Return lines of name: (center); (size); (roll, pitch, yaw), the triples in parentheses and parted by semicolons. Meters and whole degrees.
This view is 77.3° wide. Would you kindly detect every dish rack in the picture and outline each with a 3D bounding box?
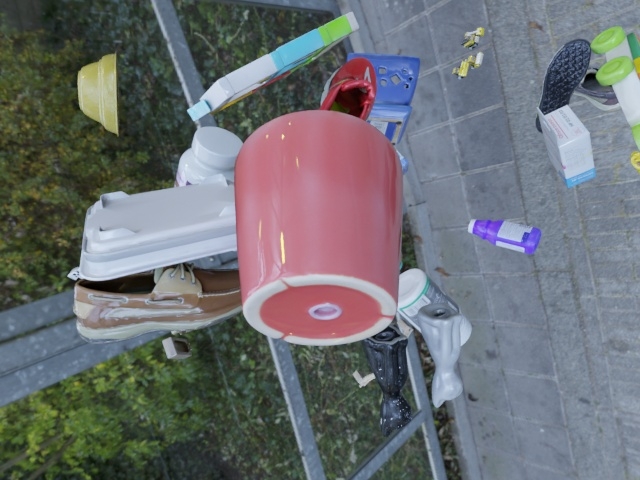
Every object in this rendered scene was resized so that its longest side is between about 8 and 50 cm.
dish rack: (-0.281, -0.049, 0.768); (0.285, 0.333, 0.072); (-136, 37, -53)

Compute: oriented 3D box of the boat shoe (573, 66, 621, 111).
boat shoe: (0.914, -0.547, 1.372); (0.103, 0.092, 0.285); (-35, 50, 9)

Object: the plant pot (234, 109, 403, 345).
plant pot: (0.000, 0.000, 0.573); (0.275, 0.275, 0.243); (127, 151, -46)

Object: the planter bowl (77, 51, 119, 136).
planter bowl: (-0.584, -0.389, 1.056); (0.217, 0.091, 0.216); (3, 94, 64)

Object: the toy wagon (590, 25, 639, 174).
toy wagon: (0.634, -0.255, 0.782); (0.267, 0.344, 0.068); (38, 142, -22)

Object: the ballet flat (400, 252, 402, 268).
ballet flat: (0.068, -0.014, 0.966); (0.124, 0.116, 0.342); (44, 180, -27)

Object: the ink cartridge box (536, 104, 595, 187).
ink cartridge box: (0.534, -0.214, 0.869); (0.062, 0.181, 0.104); (-25, 47, 23)

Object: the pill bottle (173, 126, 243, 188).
pill bottle: (-0.308, -0.148, 1.089); (0.169, 0.169, 0.301); (49, 133, 23)

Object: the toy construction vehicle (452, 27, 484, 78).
toy construction vehicle: (0.314, -0.398, 0.854); (0.098, 0.035, 0.085); (-110, 30, -77)

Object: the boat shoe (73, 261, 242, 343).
boat shoe: (-0.275, 0.093, 0.734); (0.122, 0.324, 0.119); (-135, 39, -55)

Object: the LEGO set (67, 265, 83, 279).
LEGO set: (-0.442, 0.083, 0.939); (0.093, 0.227, 0.087); (-44, 28, 23)

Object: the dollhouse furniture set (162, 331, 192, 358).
dollhouse furniture set: (-0.363, 0.225, 1.089); (0.144, 0.123, 0.151); (82, 163, -73)

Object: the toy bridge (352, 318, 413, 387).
toy bridge: (0.152, 0.274, 0.938); (0.188, 0.026, 0.063); (-51, 36, 6)

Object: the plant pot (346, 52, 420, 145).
plant pot: (0.187, -0.450, 1.324); (0.236, 0.236, 0.211); (90, -175, -74)

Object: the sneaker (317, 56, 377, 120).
sneaker: (0.059, -0.246, 0.710); (0.107, 0.278, 0.118); (33, 145, -16)

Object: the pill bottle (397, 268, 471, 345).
pill bottle: (0.477, 0.305, 1.741); (0.361, 0.204, 0.204); (43, 145, -18)

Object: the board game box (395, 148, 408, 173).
board game box: (0.162, -0.192, 0.905); (0.020, 0.090, 0.090); (-43, 81, 7)

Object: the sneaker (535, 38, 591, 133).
sneaker: (0.599, -0.387, 1.013); (0.084, 0.097, 0.234); (18, 130, 17)

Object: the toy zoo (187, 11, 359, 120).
toy zoo: (-0.096, -0.286, 0.686); (0.030, 0.293, 0.192); (61, 166, -19)

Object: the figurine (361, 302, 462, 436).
figurine: (0.191, 0.249, 0.773); (0.092, 0.215, 0.209); (17, 119, 62)

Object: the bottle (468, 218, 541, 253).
bottle: (0.795, -0.030, 1.746); (0.283, 0.118, 0.092); (18, 147, 34)
